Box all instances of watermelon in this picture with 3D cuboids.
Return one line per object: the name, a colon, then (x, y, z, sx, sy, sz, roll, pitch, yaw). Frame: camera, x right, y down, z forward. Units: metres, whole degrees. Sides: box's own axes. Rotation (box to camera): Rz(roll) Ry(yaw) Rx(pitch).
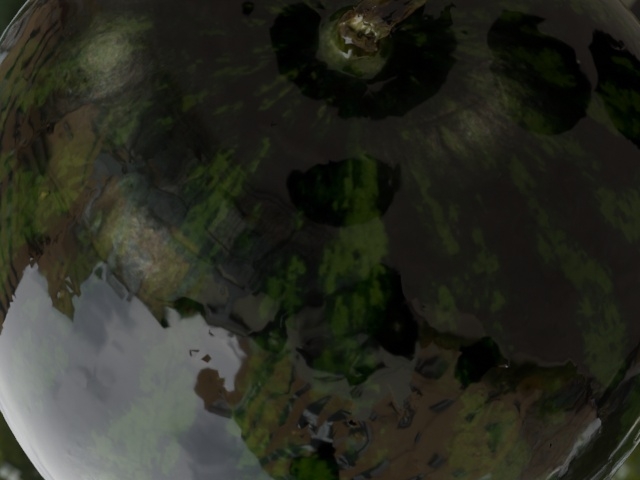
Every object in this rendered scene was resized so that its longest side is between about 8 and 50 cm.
watermelon: (-0.001, 0.003, 0.664, 0.269, 0.269, 0.269, 34, -172, -5)
